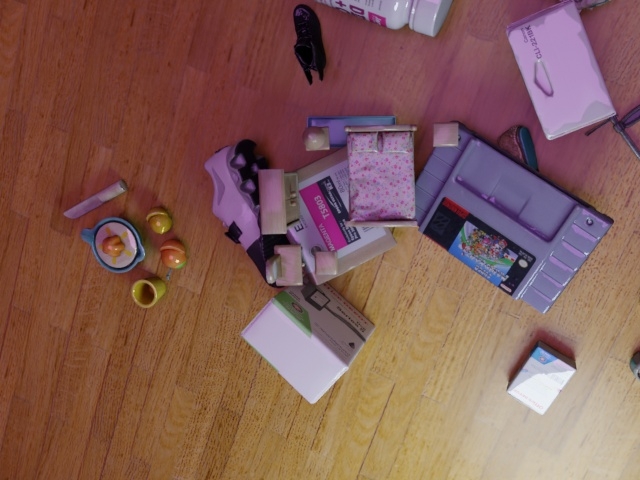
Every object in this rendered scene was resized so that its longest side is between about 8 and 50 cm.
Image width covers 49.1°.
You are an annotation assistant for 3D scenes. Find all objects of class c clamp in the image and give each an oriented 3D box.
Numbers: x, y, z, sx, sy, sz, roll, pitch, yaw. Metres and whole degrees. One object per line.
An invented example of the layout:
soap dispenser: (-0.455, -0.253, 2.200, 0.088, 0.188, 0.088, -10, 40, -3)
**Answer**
c clamp: (0.605, -0.185, 1.314, 0.137, 0.022, 0.160, -41, 86, 15)

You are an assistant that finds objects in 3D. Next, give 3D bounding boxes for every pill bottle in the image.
pill bottle: (0.108, -0.498, 1.329, 0.283, 0.160, 0.160, 24, 107, 12)

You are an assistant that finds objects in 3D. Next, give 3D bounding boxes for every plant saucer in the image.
plant saucer: (0.065, -0.229, 1.475, 0.192, 0.018, 0.067, 3, 102, 18)

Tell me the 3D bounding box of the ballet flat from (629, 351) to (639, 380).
ballet flat: (0.705, 0.282, 1.352, 0.213, 0.068, 0.072, 22, 107, 12)

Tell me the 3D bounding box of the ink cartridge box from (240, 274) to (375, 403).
ink cartridge box: (-0.016, 0.188, 1.453, 0.198, 0.273, 0.114, 42, 108, 5)

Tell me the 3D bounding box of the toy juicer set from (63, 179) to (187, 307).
toy juicer set: (-0.457, -0.017, 1.646, 0.329, 0.089, 0.209, 45, 110, 5)

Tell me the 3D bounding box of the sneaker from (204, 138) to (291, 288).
sneaker: (-0.158, -0.048, 1.544, 0.146, 0.122, 0.330, -13, 99, 38)

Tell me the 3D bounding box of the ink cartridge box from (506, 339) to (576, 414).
ink cartridge box: (0.453, 0.281, 1.440, 0.089, 0.052, 0.122, 32, 108, 9)

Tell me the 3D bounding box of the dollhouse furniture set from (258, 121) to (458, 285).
dollhouse furniture set: (0.078, -0.064, 1.289, 0.356, 0.174, 0.303, -1, 96, 8)

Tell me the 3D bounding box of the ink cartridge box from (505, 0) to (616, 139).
ink cartridge box: (0.412, -0.290, 1.216, 0.114, 0.273, 0.196, -21, 95, 21)

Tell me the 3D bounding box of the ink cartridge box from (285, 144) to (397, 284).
ink cartridge box: (0.019, -0.050, 1.452, 0.193, 0.088, 0.234, -28, 93, -7)

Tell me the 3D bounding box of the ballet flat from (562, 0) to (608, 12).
ballet flat: (0.367, -0.562, 1.230, 0.409, 0.147, 0.147, 45, 110, 4)

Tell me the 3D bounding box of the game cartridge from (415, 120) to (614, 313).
game cartridge: (0.343, -0.043, 1.353, 0.355, 0.068, 0.230, 37, 116, 19)

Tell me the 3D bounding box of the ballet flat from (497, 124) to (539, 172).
ballet flat: (0.399, -0.122, 1.375, 0.067, 0.073, 0.206, -13, 95, 46)

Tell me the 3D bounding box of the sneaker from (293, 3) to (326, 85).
sneaker: (-0.026, -0.402, 1.429, 0.051, 0.089, 0.170, -15, 97, 20)
